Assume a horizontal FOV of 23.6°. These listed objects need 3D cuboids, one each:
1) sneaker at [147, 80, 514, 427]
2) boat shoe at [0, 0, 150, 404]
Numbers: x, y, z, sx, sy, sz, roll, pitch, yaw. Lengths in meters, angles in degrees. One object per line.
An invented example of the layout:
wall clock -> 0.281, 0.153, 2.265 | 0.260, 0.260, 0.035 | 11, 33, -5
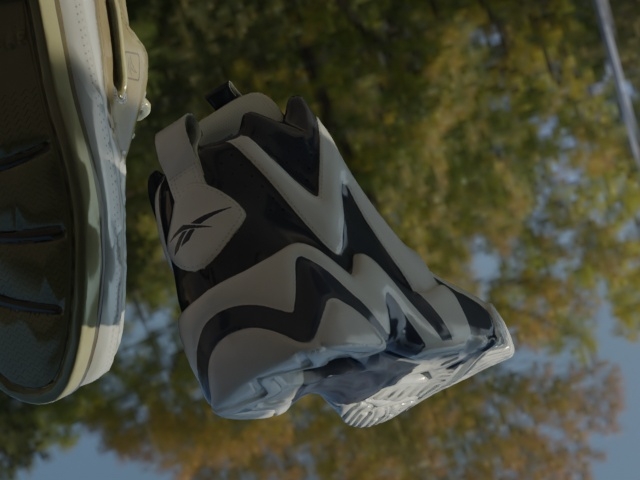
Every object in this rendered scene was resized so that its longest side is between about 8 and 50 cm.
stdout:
sneaker -> 0.000, 0.000, 0.700 | 0.094, 0.153, 0.235 | -32, 160, 28
boat shoe -> -0.133, -0.073, 0.763 | 0.113, 0.302, 0.103 | 2, -167, 33
